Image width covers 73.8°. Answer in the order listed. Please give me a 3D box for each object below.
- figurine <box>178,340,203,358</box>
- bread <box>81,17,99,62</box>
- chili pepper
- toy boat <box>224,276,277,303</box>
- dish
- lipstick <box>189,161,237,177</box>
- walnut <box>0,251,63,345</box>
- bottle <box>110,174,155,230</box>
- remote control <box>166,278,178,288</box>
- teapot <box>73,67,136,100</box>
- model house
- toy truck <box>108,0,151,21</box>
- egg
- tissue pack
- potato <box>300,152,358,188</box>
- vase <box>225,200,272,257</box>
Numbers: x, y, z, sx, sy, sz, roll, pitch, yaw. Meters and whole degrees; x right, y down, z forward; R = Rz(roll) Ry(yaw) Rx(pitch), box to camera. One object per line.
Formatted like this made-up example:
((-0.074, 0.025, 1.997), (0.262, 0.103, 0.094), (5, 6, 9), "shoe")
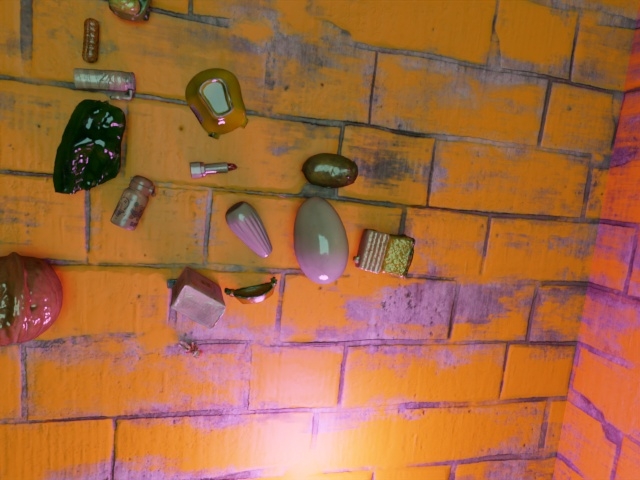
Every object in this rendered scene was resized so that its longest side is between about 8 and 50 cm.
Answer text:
((-0.554, 0.465, 1.825), (0.109, 0.047, 0.064), (34, 97, -7), "figurine")
((-0.842, -0.732, 1.563), (0.052, 0.044, 0.157), (6, 96, -8), "bread")
((-0.843, -0.335, 1.563), (0.213, 0.167, 0.384), (20, 95, -14), "chili pepper")
((-0.291, 0.216, 1.825), (0.230, 0.089, 0.088), (-14, 116, -8), "toy boat")
((-0.403, -0.544, 1.668), (0.221, 0.108, 0.262), (-23, 103, -8), "dish")
((-0.431, -0.292, 1.731), (0.187, 0.057, 0.063), (-8, 100, -18), "lipstick")
((-1.100, 0.206, 1.530), (0.333, 0.333, 0.332), (-2, 99, -13), "walnut")
((-0.720, -0.147, 1.658), (0.110, 0.097, 0.209), (26, 92, -13), "bottle")
((-0.592, 0.180, 1.785), (0.096, 0.014, 0.039), (-3, 100, -14), "remote control")
((-0.794, -0.578, 1.583), (0.201, 0.077, 0.107), (-2, 103, -13), "teapot")
((0.272, 0.052, 1.892), (0.235, 0.175, 0.193), (11, 97, -18), "model house")
((-0.681, -0.879, 1.507), (0.148, 0.210, 0.186), (10, 114, -15), "toy truck")
((0.000, 0.000, 1.790), (0.230, 0.230, 0.370), (-10, 95, -12), "egg")
((-0.487, 0.224, 1.700), (0.185, 0.225, 0.124), (33, 92, -23), "tissue pack")
((0.039, -0.297, 1.816), (0.252, 0.113, 0.149), (1, 106, -5), "potato")
((-0.287, -0.039, 1.772), (0.128, 0.128, 0.248), (-35, 114, -6), "vase")
